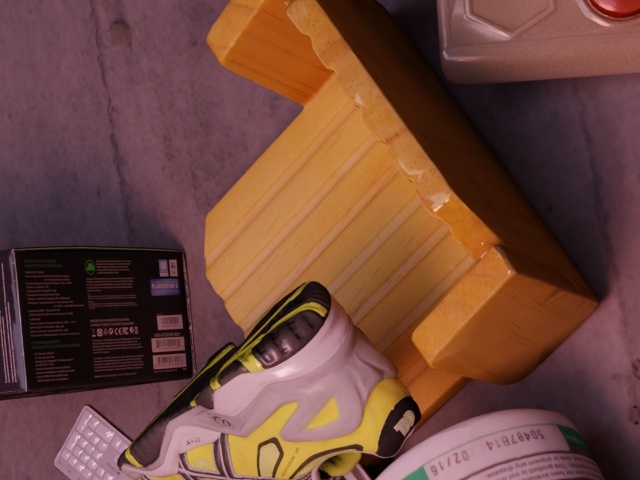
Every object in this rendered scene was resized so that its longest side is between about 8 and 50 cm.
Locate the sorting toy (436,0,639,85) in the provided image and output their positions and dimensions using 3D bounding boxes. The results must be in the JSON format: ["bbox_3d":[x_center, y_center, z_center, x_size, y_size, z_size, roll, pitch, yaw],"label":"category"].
[{"bbox_3d":[0.151,-0.246,1.582,0.307,0.041,0.229,-4,88,7],"label":"sorting toy"}]

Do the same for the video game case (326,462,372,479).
[{"bbox_3d":[-0.014,0.242,1.727,0.173,0.022,0.190,52,138,24],"label":"video game case"}]

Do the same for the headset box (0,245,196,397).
[{"bbox_3d":[-0.307,0.088,1.836,0.283,0.246,0.131,-9,84,34],"label":"headset box"}]

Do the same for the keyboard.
[{"bbox_3d":[-0.161,0.259,1.871,0.256,0.014,0.072,35,108,29],"label":"keyboard"}]

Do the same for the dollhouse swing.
[{"bbox_3d":[0.000,0.000,1.624,0.305,0.315,0.347,-39,68,15],"label":"dollhouse swing"}]

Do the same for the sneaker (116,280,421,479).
[{"bbox_3d":[-0.054,0.166,1.614,0.147,0.145,0.384,43,152,-5],"label":"sneaker"}]

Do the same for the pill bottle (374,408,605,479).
[{"bbox_3d":[0.182,0.328,1.487,0.204,0.204,0.361,-43,55,25],"label":"pill bottle"}]
